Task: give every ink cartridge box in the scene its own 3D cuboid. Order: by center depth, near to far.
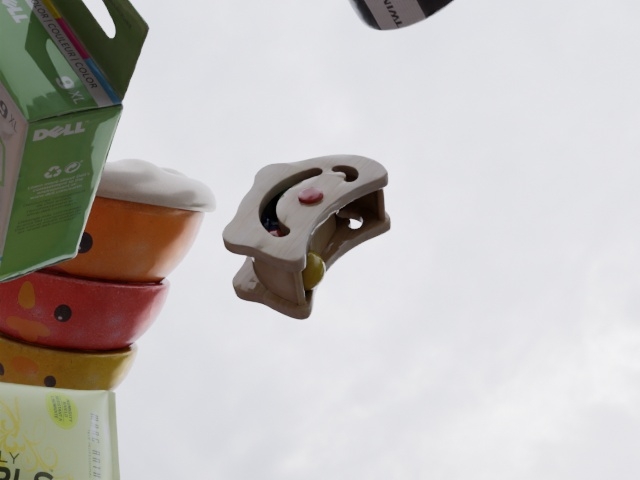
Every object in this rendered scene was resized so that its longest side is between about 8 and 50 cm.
[{"bbox_3d":[-0.180,-0.079,0.456,0.109,0.062,0.209,53,-43,17],"label":"ink cartridge box"}]

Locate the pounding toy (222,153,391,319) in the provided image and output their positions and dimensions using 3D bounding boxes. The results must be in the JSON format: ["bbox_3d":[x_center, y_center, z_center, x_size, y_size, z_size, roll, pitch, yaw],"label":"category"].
[{"bbox_3d":[0.000,0.000,0.878,0.154,0.269,0.154,3,-54,15],"label":"pounding toy"}]

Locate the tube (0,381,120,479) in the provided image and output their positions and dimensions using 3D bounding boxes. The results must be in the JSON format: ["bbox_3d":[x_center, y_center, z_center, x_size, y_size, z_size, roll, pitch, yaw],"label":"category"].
[{"bbox_3d":[-0.193,0.100,0.381,0.062,0.070,0.240,19,-7,41],"label":"tube"}]

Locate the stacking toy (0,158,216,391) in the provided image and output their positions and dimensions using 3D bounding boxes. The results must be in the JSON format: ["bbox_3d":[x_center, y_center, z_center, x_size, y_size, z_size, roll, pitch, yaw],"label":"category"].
[{"bbox_3d":[-0.349,0.115,1.060,0.351,0.350,0.479,9,-88,12],"label":"stacking toy"}]

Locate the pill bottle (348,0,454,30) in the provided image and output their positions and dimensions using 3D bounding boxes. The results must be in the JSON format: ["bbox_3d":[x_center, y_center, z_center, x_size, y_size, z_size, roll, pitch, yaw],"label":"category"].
[{"bbox_3d":[0.035,-0.315,0.656,0.130,0.130,0.245,-14,-45,29],"label":"pill bottle"}]
